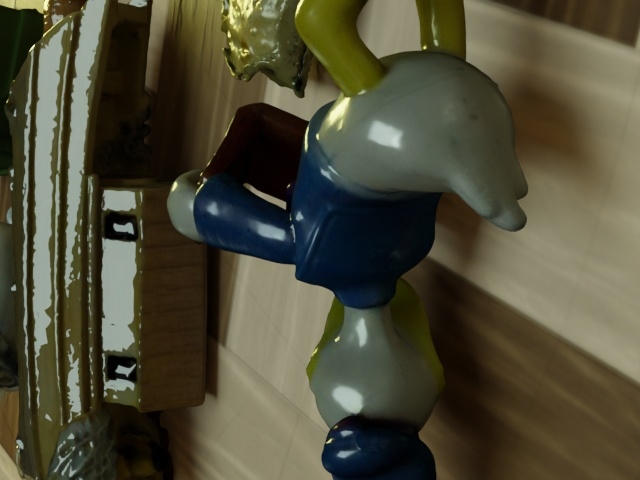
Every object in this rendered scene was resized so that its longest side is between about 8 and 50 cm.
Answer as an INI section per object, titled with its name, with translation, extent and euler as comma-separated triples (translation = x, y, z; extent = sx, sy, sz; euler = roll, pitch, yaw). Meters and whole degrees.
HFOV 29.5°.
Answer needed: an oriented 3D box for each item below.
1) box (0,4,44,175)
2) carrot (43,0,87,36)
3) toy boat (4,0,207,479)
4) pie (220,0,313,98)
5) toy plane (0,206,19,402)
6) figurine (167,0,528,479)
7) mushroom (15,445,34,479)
[box]
translation = -0.432, -0.163, 1.261
extent = 0.328, 0.252, 0.178
euler = -2, 83, 53
[carrot]
translation = -0.223, -0.156, 1.121
extent = 0.060, 0.060, 0.186
euler = -7, 87, 54
[toy boat]
translation = -0.171, 0.019, 0.999
extent = 0.162, 0.136, 0.446
euler = 2, 97, 20
[pie]
translation = -0.017, -0.242, 0.810
extent = 0.128, 0.068, 0.282
euler = -134, 53, -61
[toy plane]
translation = -0.321, 0.074, 1.191
extent = 0.267, 0.122, 0.267
euler = -165, 90, -88
[figurine]
translation = 0.000, 0.000, 0.713
extent = 0.283, 0.204, 0.338
euler = -3, 95, 55
[mushroom]
translation = -0.237, 0.288, 1.171
extent = 0.094, 0.072, 0.210
euler = 8, 111, 51
